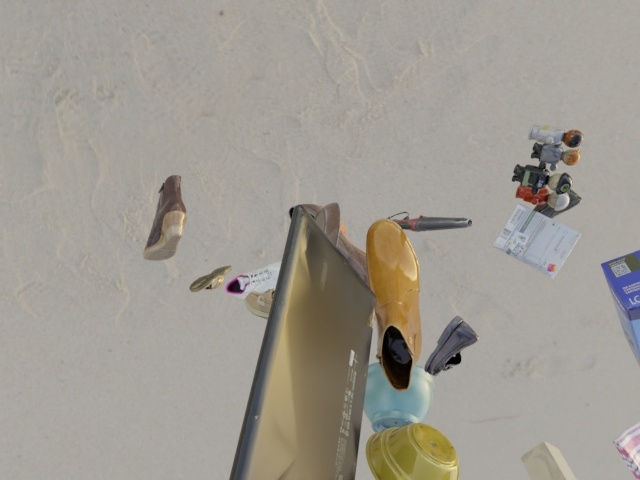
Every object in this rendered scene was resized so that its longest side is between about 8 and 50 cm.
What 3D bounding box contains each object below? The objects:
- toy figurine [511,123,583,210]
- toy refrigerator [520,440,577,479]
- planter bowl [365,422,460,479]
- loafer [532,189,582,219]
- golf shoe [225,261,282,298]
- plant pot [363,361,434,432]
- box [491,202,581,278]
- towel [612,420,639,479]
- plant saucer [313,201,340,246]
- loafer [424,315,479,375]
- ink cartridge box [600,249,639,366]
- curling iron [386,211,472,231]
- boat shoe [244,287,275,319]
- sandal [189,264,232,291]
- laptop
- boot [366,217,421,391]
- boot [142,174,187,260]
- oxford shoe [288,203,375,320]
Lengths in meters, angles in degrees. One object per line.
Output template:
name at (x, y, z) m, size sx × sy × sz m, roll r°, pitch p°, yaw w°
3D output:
toy figurine at (0.644, -0.206, 1.343) m, size 0.213 × 0.148 × 0.210 m, roll 36°, pitch 76°, yaw -59°
toy refrigerator at (0.730, 0.765, 1.452) m, size 0.094 × 0.270 × 0.102 m, roll 31°, pitch 113°, yaw -25°
planter bowl at (0.205, 0.432, 0.954) m, size 0.217 × 0.217 × 0.090 m, roll 15°, pitch 111°, yaw -33°
loafer at (0.725, -0.103, 1.548) m, size 0.220 × 0.080 × 0.078 m, roll -29°, pitch 83°, yaw -4°
golf shoe at (-0.265, 0.172, 2.033) m, size 0.306 × 0.115 × 0.140 m, roll -26°, pitch 163°, yaw 19°
plant pot at (0.281, 0.612, 1.793) m, size 0.292 × 0.196 × 0.293 m, roll 5°, pitch 133°, yaw 5°
box at (0.608, 0.000, 1.359) m, size 0.038 × 0.186 × 0.145 m, roll 17°, pitch 104°, yaw -59°
towel at (0.708, 0.466, 0.980) m, size 0.144 × 0.197 × 0.029 m, roll -21°, pitch 161°, yaw -22°
plant saucer at (0.000, 0.000, 0.985) m, size 0.029 × 0.168 × 0.169 m, roll 13°, pitch 110°, yaw -13°
loafer at (0.402, 0.353, 1.489) m, size 0.109 × 0.095 × 0.303 m, roll -36°, pitch 150°, yaw -32°
ink cartridge box at (0.831, 0.132, 1.101) m, size 0.269 × 0.151 × 0.395 m, roll -24°, pitch 126°, yaw 21°
curling iron at (0.216, -0.041, 1.004) m, size 0.068 × 0.274 × 0.035 m, roll -27°, pitch 101°, yaw -20°
boat shoe at (-0.149, 0.222, 1.652) m, size 0.121 × 0.341 × 0.110 m, roll 16°, pitch 92°, yaw -38°
sandal at (-0.342, 0.130, 1.541) m, size 0.180 × 0.072 × 0.049 m, roll -36°, pitch 114°, yaw -58°
laptop at (-0.066, 0.231, 0.679) m, size 0.236 × 0.382 × 0.408 m, roll -6°, pitch 146°, yaw 26°
boot at (0.142, 0.114, 0.917) m, size 0.104 × 0.211 × 0.295 m, roll -11°, pitch 99°, yaw 14°
boot at (-0.484, -0.063, 1.498) m, size 0.090 × 0.207 × 0.248 m, roll 11°, pitch 149°, yaw -38°
oxford shoe at (0.031, 0.049, 1.179) m, size 0.132 × 0.364 × 0.130 m, roll 11°, pitch 124°, yaw -49°
